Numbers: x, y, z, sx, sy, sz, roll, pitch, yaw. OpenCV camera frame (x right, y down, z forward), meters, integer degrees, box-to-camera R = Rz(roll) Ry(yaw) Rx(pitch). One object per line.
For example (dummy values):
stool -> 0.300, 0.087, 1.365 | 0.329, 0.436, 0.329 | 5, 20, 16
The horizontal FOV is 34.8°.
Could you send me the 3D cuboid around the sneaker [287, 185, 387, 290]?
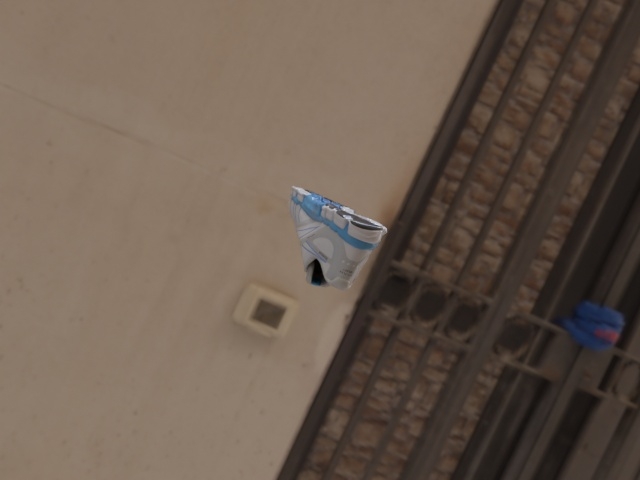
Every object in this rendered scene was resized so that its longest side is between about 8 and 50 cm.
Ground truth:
sneaker -> 0.000, 0.000, 0.999 | 0.071, 0.083, 0.190 | 19, 7, -16
